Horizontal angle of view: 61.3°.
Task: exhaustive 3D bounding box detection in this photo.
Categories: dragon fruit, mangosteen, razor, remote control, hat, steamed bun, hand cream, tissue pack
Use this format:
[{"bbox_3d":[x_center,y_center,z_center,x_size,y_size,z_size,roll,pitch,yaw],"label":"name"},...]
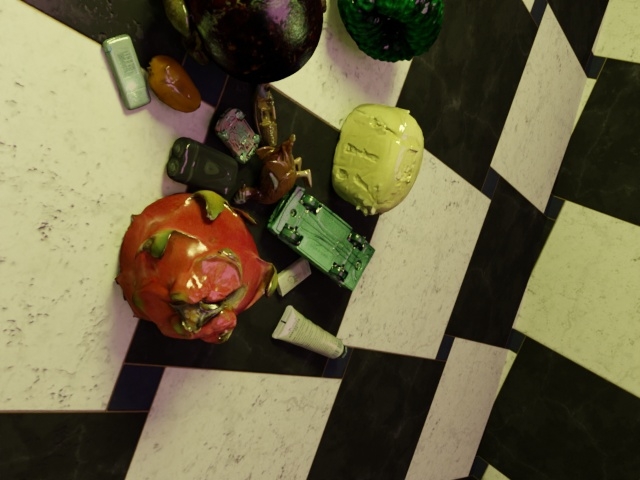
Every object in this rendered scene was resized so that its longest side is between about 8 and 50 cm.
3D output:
[{"bbox_3d":[-0.223,0.061,1.055,0.305,0.226,0.305,-16,114,-41],"label":"dragon fruit"},{"bbox_3d":[-0.131,-0.416,0.962,0.288,0.288,0.288,-19,118,-42],"label":"mangosteen"},{"bbox_3d":[-0.236,-0.147,1.090,0.148,0.054,0.090,17,92,-50],"label":"razor"},{"bbox_3d":[-0.339,-0.295,0.951,0.053,0.018,0.124,-37,129,-34],"label":"remote control"},{"bbox_3d":[0.165,-0.612,1.266,0.274,0.242,0.332,53,38,-68],"label":"hat"},{"bbox_3d":[0.156,-0.199,1.364,0.166,0.232,0.272,5,102,-42],"label":"steamed bun"},{"bbox_3d":[-0.022,0.265,1.480,0.276,0.059,0.095,36,78,-42],"label":"hand cream"},{"bbox_3d":[-0.070,0.090,1.380,0.108,0.023,0.056,-38,129,-31],"label":"tissue pack"}]

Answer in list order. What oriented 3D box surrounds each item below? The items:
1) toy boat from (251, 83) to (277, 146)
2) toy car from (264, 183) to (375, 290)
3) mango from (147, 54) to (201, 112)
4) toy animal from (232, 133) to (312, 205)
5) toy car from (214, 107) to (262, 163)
[{"bbox_3d":[-0.118,-0.275,1.174,0.047,0.049,0.149,-24,120,-39],"label":"toy boat"},{"bbox_3d":[0.000,0.000,1.357,0.321,0.097,0.141,38,76,-33],"label":"toy car"},{"bbox_3d":[-0.267,-0.285,1.000,0.127,0.063,0.077,49,61,-44],"label":"mango"},{"bbox_3d":[-0.109,-0.151,1.189,0.179,0.089,0.188,-18,144,-28],"label":"toy animal"},{"bbox_3d":[-0.177,-0.220,1.128,0.069,0.055,0.142,-58,151,-14],"label":"toy car"}]
